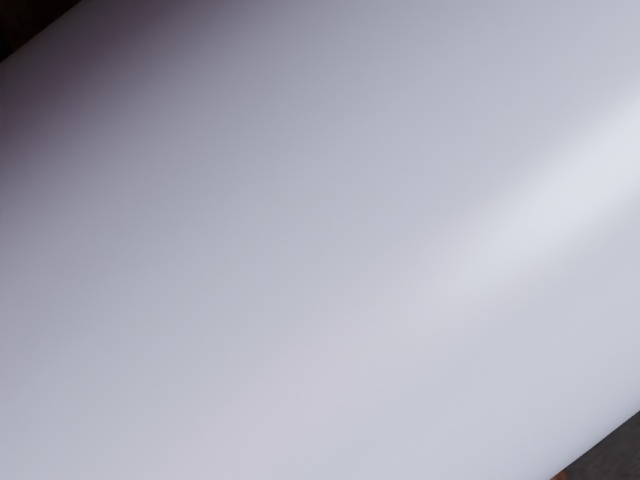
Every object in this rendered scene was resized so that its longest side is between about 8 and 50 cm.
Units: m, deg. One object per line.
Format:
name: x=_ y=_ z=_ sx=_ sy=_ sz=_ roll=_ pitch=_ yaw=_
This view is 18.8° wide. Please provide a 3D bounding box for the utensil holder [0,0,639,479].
utensil holder: x=0.000 y=0.000 z=0.906 sx=0.385 sy=0.327 sz=0.327 roll=-37 pitch=133 yaw=6
